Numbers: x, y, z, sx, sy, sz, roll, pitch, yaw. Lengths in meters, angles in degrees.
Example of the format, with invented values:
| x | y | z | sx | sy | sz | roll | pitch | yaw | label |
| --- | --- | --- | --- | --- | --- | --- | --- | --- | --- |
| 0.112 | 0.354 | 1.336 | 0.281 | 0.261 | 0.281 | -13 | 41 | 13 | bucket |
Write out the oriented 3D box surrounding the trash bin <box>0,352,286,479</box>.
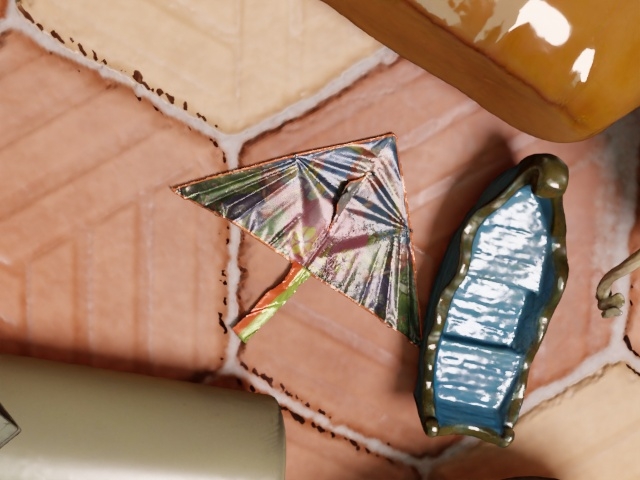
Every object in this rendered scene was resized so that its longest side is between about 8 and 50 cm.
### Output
| x | y | z | sx | sy | sz | roll | pitch | yaw | label |
| --- | --- | --- | --- | --- | --- | --- | --- | --- | --- |
| -0.163 | 0.183 | 0.791 | 0.247 | 0.121 | 0.243 | 8 | 102 | -15 | trash bin |

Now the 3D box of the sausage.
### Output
| x | y | z | sx | sy | sz | roll | pitch | yaw | label |
| --- | --- | --- | --- | --- | --- | --- | --- | --- | --- |
| 0.091 | -0.153 | 0.750 | 0.241 | 0.120 | 0.136 | 26 | 83 | -14 | sausage |

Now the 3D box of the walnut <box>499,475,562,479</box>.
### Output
| x | y | z | sx | sy | sz | roll | pitch | yaw | label |
| --- | --- | --- | --- | --- | --- | --- | --- | --- | --- |
| 0.122 | 0.243 | 0.814 | 0.224 | 0.224 | 0.224 | -2 | 104 | -9 | walnut |

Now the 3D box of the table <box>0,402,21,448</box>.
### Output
| x | y | z | sx | sy | sz | roll | pitch | yaw | label |
| --- | --- | --- | --- | --- | --- | --- | --- | --- | --- |
| -0.278 | 0.033 | 0.662 | 0.121 | 0.111 | 0.240 | -40 | 68 | -10 | table |

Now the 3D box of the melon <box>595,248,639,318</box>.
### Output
| x | y | z | sx | sy | sz | roll | pitch | yaw | label |
| --- | --- | --- | --- | --- | --- | --- | --- | --- | --- |
| 0.334 | -0.057 | 0.747 | 0.308 | 0.272 | 0.272 | -29 | 108 | -31 | melon |

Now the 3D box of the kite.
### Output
| x | y | z | sx | sy | sz | roll | pitch | yaw | label |
| --- | --- | --- | --- | --- | --- | --- | --- | --- | --- |
| 0.000 | 0.000 | 0.828 | 0.190 | 0.010 | 0.159 | 32 | 97 | -15 | kite |

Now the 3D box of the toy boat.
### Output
| x | y | z | sx | sy | sz | roll | pitch | yaw | label |
| --- | --- | --- | --- | --- | --- | --- | --- | --- | --- |
| 0.110 | 0.035 | 0.817 | 0.075 | 0.077 | 0.185 | 13 | 99 | -15 | toy boat |
